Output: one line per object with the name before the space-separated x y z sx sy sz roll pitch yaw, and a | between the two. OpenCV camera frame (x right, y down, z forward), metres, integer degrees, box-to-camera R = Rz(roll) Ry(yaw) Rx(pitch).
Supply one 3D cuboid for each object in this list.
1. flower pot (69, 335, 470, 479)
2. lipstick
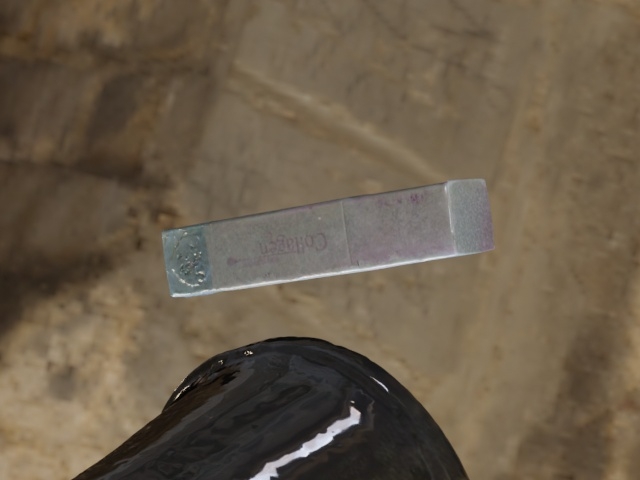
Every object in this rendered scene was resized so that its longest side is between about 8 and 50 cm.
flower pot | -0.076 0.267 1.334 0.379 0.251 0.379 5 -83 41
lipstick | 0.000 0.000 1.555 0.317 0.068 0.066 -9 -92 38
